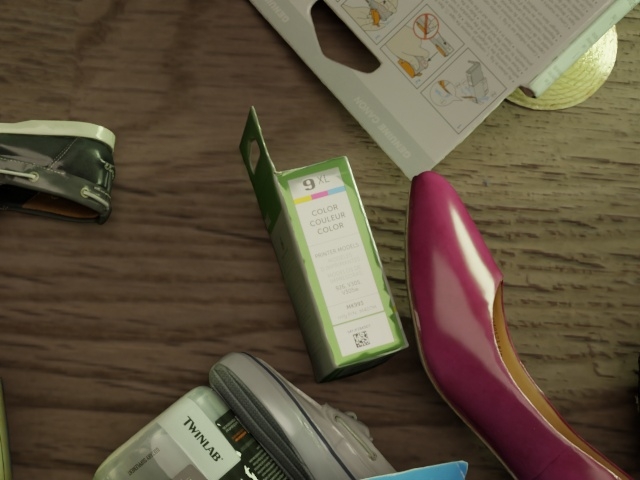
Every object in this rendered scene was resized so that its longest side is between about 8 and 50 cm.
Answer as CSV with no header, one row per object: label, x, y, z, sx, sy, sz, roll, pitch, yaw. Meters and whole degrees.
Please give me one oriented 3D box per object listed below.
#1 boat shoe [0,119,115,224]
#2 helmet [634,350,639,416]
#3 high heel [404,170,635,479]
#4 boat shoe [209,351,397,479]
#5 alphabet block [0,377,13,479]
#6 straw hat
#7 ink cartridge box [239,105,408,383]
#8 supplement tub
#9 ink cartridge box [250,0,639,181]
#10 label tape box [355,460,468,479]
boat shoe,-0.276,-0.048,1.001,0.233,0.084,0.079,0,78,-10
helmet,0.328,0.145,1.001,0.169,0.169,0.161,-9,67,-9
high heel,0.184,0.114,0.984,0.181,0.127,0.377,-16,94,16
boat shoe,0.006,0.169,1.004,0.076,0.083,0.226,-37,90,-36
alphabet block,-0.316,0.180,0.891,0.194,0.197,0.192,-9,80,-9
straw hat,0.192,-0.186,1.098,0.145,0.061,0.144,2,78,-7
ink cartridge box,0.000,0.000,1.012,0.062,0.109,0.209,-17,81,-10
supplement tub,-0.068,0.211,0.956,0.117,0.117,0.190,-40,85,-13
ink cartridge box,0.086,-0.218,1.070,0.239,0.060,0.275,-44,74,12
label tape box,0.027,0.343,0.862,0.249,0.115,0.347,-5,97,-30
